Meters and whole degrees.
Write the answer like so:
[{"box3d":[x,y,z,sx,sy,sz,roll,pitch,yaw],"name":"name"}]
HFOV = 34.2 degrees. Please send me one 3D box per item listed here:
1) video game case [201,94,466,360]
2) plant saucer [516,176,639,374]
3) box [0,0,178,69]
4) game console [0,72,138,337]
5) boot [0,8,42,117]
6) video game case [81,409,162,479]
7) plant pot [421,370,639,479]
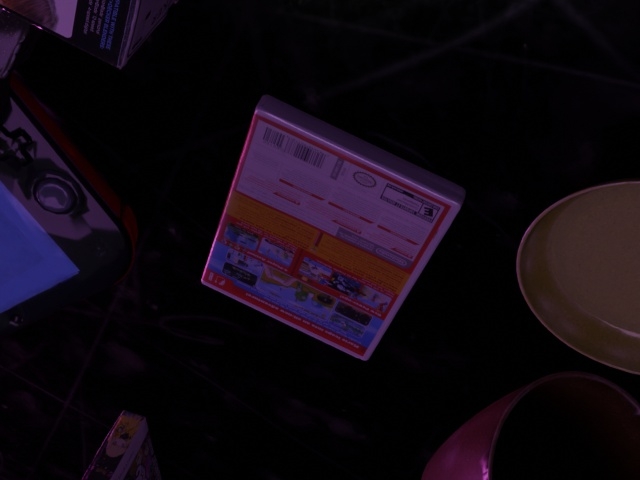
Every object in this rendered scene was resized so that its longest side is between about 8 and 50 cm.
[{"box3d":[0.000,0.000,1.032,0.204,0.025,0.285,25,140,1],"name":"video game case"},{"box3d":[0.292,0.029,0.896,0.240,0.037,0.241,15,139,14],"name":"plant saucer"},{"box3d":[-0.228,-0.264,0.759,0.290,0.169,0.087,28,138,0],"name":"box"},{"box3d":[-0.423,-0.034,1.120,0.386,0.060,0.342,-24,122,23],"name":"game console"},{"box3d":[-0.367,-0.164,0.957,0.161,0.083,0.247,30,109,-8],"name":"boot"},{"box3d":[-0.291,0.390,1.469,0.041,0.210,0.232,14,138,15],"name":"video game case"},{"box3d":[0.207,0.260,1.086,0.215,0.215,0.230,36,154,-11],"name":"plant pot"}]
